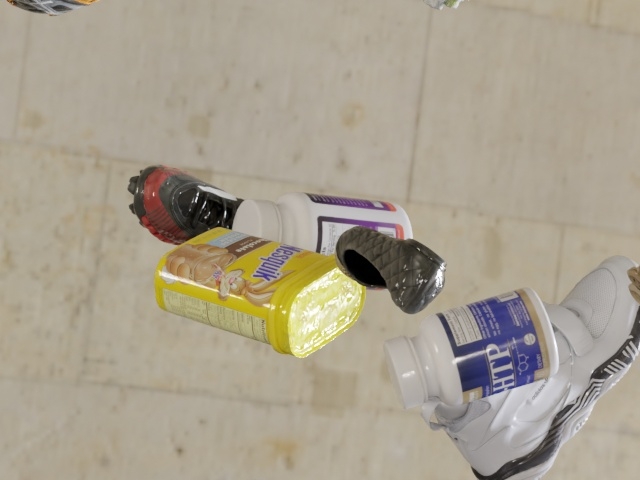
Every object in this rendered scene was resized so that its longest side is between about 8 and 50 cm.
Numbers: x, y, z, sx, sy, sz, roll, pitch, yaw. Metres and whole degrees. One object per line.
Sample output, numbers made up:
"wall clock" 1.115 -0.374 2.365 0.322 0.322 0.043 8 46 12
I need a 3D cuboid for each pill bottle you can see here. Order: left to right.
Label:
"pill bottle" 0.000 0.000 1.640 0.193 0.108 0.108 6 -1 -27
"pill bottle" 0.174 0.132 1.655 0.186 0.112 0.112 -17 0 -4

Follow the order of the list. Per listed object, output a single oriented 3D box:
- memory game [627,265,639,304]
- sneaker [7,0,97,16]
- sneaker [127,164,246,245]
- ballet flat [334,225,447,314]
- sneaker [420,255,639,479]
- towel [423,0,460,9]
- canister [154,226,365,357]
"memory game" 0.404 0.099 1.553 0.186 0.012 0.186 48 -9 10
"sneaker" -0.359 -0.318 1.703 0.083 0.084 0.215 -25 -24 30
"sneaker" -0.122 -0.019 1.800 0.135 0.098 0.276 3 -23 42
"ballet flat" 0.043 0.022 1.066 0.057 0.049 0.173 40 -10 -15
"sneaker" 0.280 0.142 1.851 0.210 0.366 0.137 40 -8 -35
"towel" 0.194 -0.546 2.044 0.090 0.375 0.320 12 20 -15
"canister" -0.061 0.046 1.367 0.169 0.073 0.126 14 28 33
